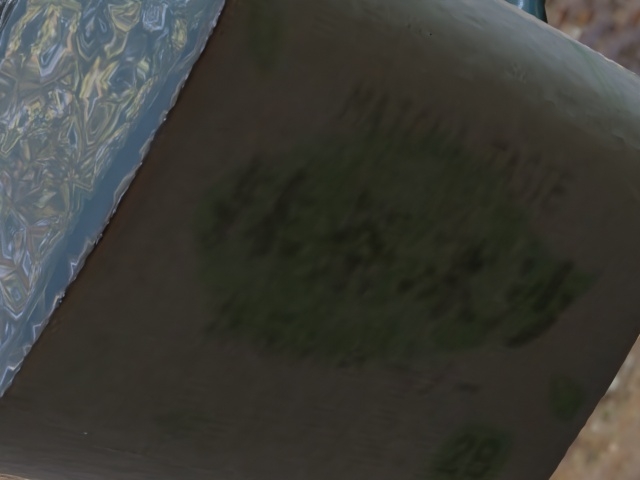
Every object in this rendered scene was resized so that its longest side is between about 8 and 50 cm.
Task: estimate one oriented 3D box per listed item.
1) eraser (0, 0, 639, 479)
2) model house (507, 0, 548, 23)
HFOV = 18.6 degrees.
[{"bbox_3d":[0.000,0.000,0.551,0.081,0.227,0.174,42,105,40],"label":"eraser"},{"bbox_3d":[-0.033,-0.064,0.798,0.226,0.241,0.261,-25,7,-10],"label":"model house"}]
